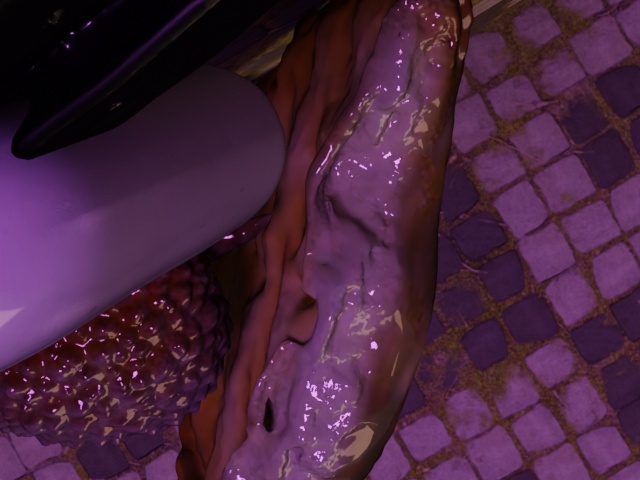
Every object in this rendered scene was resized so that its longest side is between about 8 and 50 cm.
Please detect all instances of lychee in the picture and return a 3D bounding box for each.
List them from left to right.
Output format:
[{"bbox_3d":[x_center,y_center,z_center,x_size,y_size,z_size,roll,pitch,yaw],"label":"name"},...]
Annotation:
[{"bbox_3d":[-0.118,0.028,0.819,0.197,0.165,0.165,-29,-179,-9],"label":"lychee"}]

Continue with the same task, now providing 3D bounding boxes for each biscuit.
[{"bbox_3d":[0.000,0.000,0.847,0.335,0.078,0.329,124,-28,-43],"label":"biscuit"}]

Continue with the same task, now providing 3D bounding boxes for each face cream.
[{"bbox_3d":[-0.127,0.005,0.444,0.163,0.080,0.336,-14,-173,18],"label":"face cream"}]

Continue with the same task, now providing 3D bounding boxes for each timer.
[{"bbox_3d":[-0.022,-0.077,0.348,0.187,0.055,0.144,-30,-177,29],"label":"timer"}]

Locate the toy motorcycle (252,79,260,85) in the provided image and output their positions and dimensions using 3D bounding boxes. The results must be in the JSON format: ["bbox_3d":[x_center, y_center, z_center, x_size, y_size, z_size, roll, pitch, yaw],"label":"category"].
[{"bbox_3d":[-0.068,-0.066,1.167,0.151,0.074,0.229,-26,169,-33],"label":"toy motorcycle"}]
